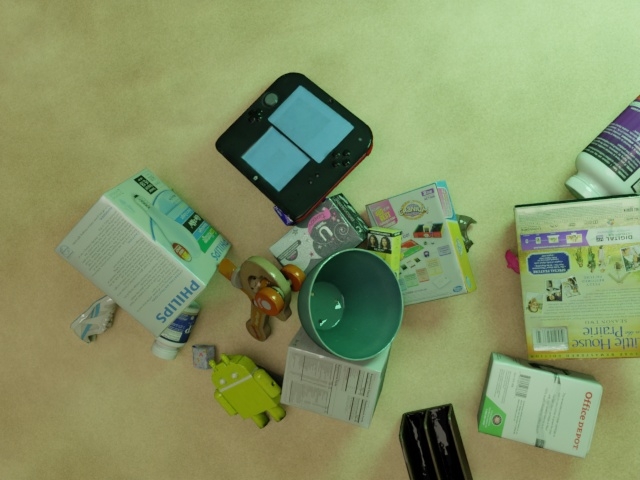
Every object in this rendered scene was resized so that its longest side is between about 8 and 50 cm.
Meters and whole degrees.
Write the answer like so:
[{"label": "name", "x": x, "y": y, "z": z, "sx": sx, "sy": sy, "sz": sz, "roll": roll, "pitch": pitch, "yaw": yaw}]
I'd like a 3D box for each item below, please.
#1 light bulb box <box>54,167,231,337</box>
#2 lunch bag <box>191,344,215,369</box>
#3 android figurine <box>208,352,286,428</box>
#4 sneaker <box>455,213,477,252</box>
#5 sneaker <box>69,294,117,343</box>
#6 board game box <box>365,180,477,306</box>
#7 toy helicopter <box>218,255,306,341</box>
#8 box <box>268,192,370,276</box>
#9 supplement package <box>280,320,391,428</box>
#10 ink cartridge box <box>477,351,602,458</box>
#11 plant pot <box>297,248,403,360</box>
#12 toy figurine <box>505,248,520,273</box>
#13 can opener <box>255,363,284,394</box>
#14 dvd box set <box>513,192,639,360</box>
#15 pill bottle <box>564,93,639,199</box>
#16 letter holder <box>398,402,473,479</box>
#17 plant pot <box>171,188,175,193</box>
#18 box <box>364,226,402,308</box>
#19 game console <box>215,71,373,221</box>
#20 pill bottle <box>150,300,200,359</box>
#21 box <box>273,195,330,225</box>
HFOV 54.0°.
[{"label": "light bulb box", "x": -0.487, "y": 0.022, "z": 1.804, "sx": 0.361, "sy": 0.358, "sz": 0.225, "roll": 43, "pitch": 106, "yaw": -11}, {"label": "lunch bag", "x": -0.375, "y": 0.369, "z": 1.996, "sx": 0.083, "sy": 0.053, "sz": 0.071, "roll": -2, "pitch": 93, "yaw": 38}, {"label": "android figurine", "x": -0.230, "y": 0.454, "z": 1.917, "sx": 0.248, "sy": 0.056, "sz": 0.272, "roll": -30, "pitch": 102, "yaw": 37}, {"label": "sneaker", "x": 0.400, "y": 0.022, "z": 1.797, "sx": 0.071, "sy": 0.066, "sz": 0.188, "roll": 10, "pitch": 96, "yaw": 8}, {"label": "sneaker", "x": -0.714, "y": 0.244, "z": 2.057, "sx": 0.229, "sy": 0.087, "sz": 0.092, "roll": -41, "pitch": 91, "yaw": 18}, {"label": "board game box", "x": 0.281, "y": 0.015, "z": 1.779, "sx": 0.242, "sy": 0.064, "sz": 0.316, "roll": -16, "pitch": 89, "yaw": 37}, {"label": "toy helicopter", "x": -0.188, "y": 0.175, "z": 1.840, "sx": 0.235, "sy": 0.140, "sz": 0.355, "roll": 31, "pitch": 140, "yaw": 16}, {"label": "box", "x": 0.000, "y": 0.000, "z": 1.829, "sx": 0.247, "sy": 0.142, "sz": 0.163, "roll": -39, "pitch": 88, "yaw": 18}, {"label": "supplement package", "x": 0.048, "y": 0.371, "z": 1.802, "sx": 0.263, "sy": 0.199, "sz": 0.197, "roll": 13, "pitch": 113, "yaw": 12}, {"label": "ink cartridge box", "x": 0.600, "y": 0.453, "z": 1.742, "sx": 0.290, "sy": 0.121, "sz": 0.211, "roll": 12, "pitch": 95, "yaw": 12}, {"label": "plant pot", "x": 0.052, "y": 0.176, "z": 1.714, "sx": 0.291, "sy": 0.195, "sz": 0.289, "roll": 4, "pitch": 81, "yaw": -28}, {"label": "toy figurine", "x": 0.590, "y": 0.022, "z": 1.749, "sx": 0.173, "sy": 0.130, "sz": 0.159, "roll": 16, "pitch": 111, "yaw": -13}, {"label": "can opener", "x": -0.091, "y": 0.448, "z": 1.936, "sx": 0.281, "sy": 0.074, "sz": 0.093, "roll": 20, "pitch": 62, "yaw": 10}, {"label": "dvd box set", "x": 0.674, "y": 0.101, "z": 1.618, "sx": 0.308, "sy": 0.062, "sz": 0.419, "roll": -6, "pitch": 100, "yaw": 19}, {"label": "pill bottle", "x": 0.801, "y": -0.224, "z": 1.635, "sx": 0.181, "sy": 0.181, "sz": 0.323, "roll": 45, "pitch": 101, "yaw": 7}, {"label": "letter holder", "x": 0.333, "y": 0.647, "z": 1.765, "sx": 0.152, "sy": 0.214, "sz": 0.301, "roll": -16, "pitch": 89, "yaw": 13}, {"label": "plant pot", "x": -0.473, "y": -0.108, "z": 1.988, "sx": 0.083, "sy": 0.083, "sz": 0.079, "roll": -40, "pitch": 95, "yaw": 12}, {"label": "box", "x": 0.177, "y": 0.081, "z": 1.789, "sx": 0.087, "sy": 0.058, "sz": 0.232, "roll": 11, "pitch": 106, "yaw": 34}, {"label": "game console", "x": -0.075, "y": -0.283, "z": 1.811, "sx": 0.342, "sy": 0.060, "sz": 0.386, "roll": -44, "pitch": 66, "yaw": -7}, {"label": "pill bottle", "x": -0.463, "y": 0.275, "z": 1.982, "sx": 0.112, "sy": 0.112, "sz": 0.186, "roll": 25, "pitch": 98, "yaw": 11}, {"label": "box", "x": -0.052, "y": -0.109, "z": 1.862, "sx": 0.137, "sy": 0.126, "sz": 0.072, "roll": -38, "pitch": 83, "yaw": 12}]
